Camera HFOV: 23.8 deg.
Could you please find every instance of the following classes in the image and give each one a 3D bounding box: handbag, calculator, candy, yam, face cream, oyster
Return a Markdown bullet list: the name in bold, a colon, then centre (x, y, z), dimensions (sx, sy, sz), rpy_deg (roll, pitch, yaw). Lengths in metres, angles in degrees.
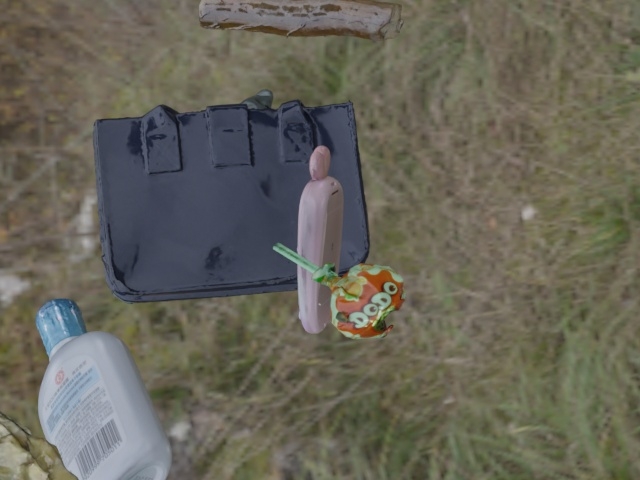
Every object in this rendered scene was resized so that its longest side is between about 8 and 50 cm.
- **handbag**: centre (-0.114, -0.065, 1.876), dimensions (0.118, 0.325, 0.269), rpy_deg (133, 132, -77)
- **calculator**: centre (0.000, 0.000, 1.334), dimensions (0.024, 0.103, 0.166), rpy_deg (5, 101, 13)
- **candy**: centre (0.004, 0.025, 1.076), dimensions (0.049, 0.055, 0.184), rpy_deg (54, 169, -27)
- **yam**: centre (-0.025, -0.254, 1.720), dimensions (0.241, 0.057, 0.057), rpy_deg (6, 98, 17)
- **face cream**: centre (-0.291, 0.203, 1.918), dimensions (0.163, 0.080, 0.337), rpy_deg (-49, 43, 17)
- **oyster**: centre (-0.185, 0.185, 1.043), dimensions (0.209, 0.072, 0.133), rpy_deg (31, 158, 8)
